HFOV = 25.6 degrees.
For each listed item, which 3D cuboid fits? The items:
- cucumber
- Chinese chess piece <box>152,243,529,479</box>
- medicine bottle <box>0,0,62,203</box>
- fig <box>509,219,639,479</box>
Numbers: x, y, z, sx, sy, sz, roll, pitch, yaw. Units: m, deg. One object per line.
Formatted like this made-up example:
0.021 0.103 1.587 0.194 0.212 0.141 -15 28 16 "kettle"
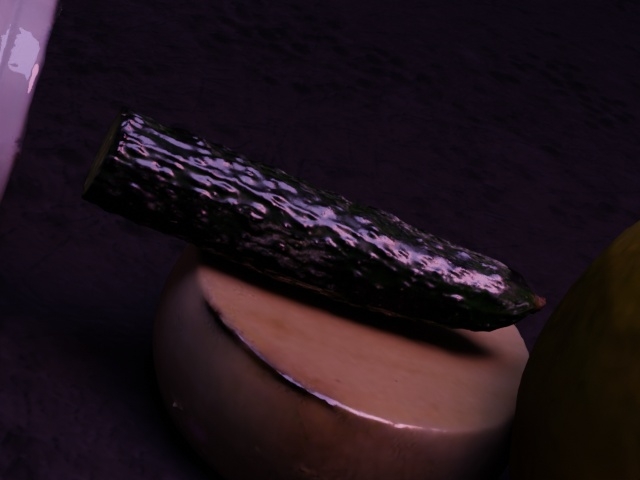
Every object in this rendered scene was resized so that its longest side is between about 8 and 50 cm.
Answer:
0.000 0.000 0.865 0.293 0.068 0.067 22 27 -9 "cucumber"
0.014 0.078 0.913 0.250 0.097 0.251 18 29 -11 "Chinese chess piece"
-0.347 -0.117 0.874 0.332 0.190 0.190 16 28 -15 "medicine bottle"
0.264 0.117 0.790 0.343 0.343 0.343 18 28 -10 "fig"
